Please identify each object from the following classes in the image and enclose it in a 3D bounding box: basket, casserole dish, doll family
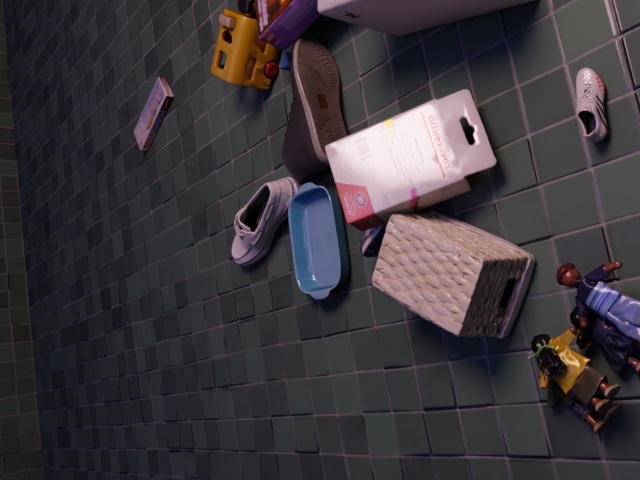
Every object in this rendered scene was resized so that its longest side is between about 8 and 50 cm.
[{"bbox_3d":[0.157,0.040,0.785,0.167,0.103,0.113,31,113,46],"label":"basket"},{"bbox_3d":[0.000,0.000,1.021,0.114,0.037,0.188,-17,78,49],"label":"casserole dish"},{"bbox_3d":[0.281,0.107,0.671,0.111,0.076,0.193,45,119,44],"label":"doll family"}]

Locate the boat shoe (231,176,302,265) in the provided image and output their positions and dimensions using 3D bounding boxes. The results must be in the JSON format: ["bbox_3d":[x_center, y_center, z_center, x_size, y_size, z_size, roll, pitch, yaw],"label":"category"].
[{"bbox_3d":[-0.118,-0.036,1.128,0.226,0.075,0.083,-53,53,36],"label":"boat shoe"}]

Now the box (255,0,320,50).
[{"bbox_3d":[-0.031,-0.475,0.983,0.201,0.057,0.293,-31,56,42],"label":"box"}]

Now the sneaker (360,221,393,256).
[{"bbox_3d":[0.095,-0.037,0.905,0.135,0.052,0.058,-58,43,21],"label":"sneaker"}]

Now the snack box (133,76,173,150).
[{"bbox_3d":[-0.395,-0.295,1.488,0.178,0.022,0.064,-50,54,38],"label":"snack box"}]

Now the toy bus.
[{"bbox_3d":[-0.126,-0.368,1.106,0.191,0.104,0.202,-29,70,46],"label":"toy bus"}]

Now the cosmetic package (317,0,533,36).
[{"bbox_3d":[0.129,-0.507,0.758,0.230,0.161,0.453,5,95,49],"label":"cosmetic package"}]

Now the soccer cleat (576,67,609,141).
[{"bbox_3d":[0.288,-0.146,0.677,0.029,0.035,0.083,-14,81,49],"label":"soccer cleat"}]

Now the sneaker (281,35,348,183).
[{"bbox_3d":[-0.028,-0.207,1.013,0.118,0.083,0.222,-26,68,52],"label":"sneaker"}]

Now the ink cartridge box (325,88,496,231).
[{"bbox_3d":[0.119,-0.101,0.819,0.198,0.067,0.115,-20,74,17],"label":"ink cartridge box"}]
